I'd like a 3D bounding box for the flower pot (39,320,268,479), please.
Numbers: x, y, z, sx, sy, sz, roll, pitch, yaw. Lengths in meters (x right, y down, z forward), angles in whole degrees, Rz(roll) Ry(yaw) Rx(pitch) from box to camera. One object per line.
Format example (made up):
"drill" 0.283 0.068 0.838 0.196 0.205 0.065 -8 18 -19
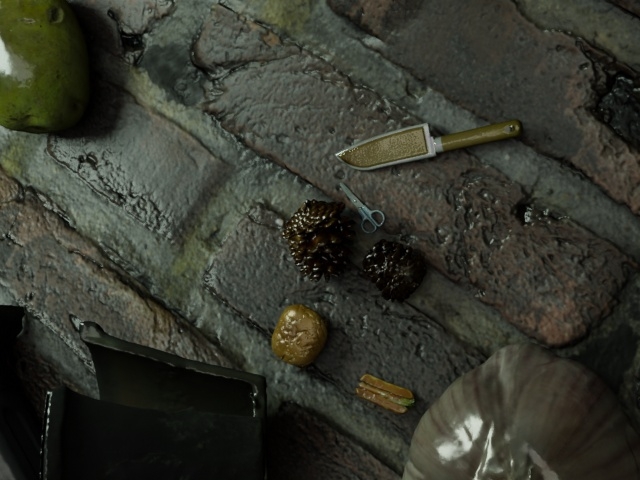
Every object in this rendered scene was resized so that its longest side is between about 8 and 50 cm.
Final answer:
"flower pot" -0.192 0.295 1.264 0.251 0.379 0.380 -2 88 -3

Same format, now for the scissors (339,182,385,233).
"scissors" 0.053 -0.047 1.327 0.036 0.006 0.083 -41 76 12

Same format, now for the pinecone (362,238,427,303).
"pinecone" 0.095 0.037 1.279 0.083 0.077 0.077 42 103 42

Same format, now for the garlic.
"garlic" 0.231 0.279 1.127 0.317 0.259 0.318 0 92 15

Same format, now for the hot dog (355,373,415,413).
"hot dog" 0.087 0.203 1.303 0.083 0.021 0.037 23 75 21

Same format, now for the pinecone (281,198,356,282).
"pinecone" -0.004 0.000 1.303 0.102 0.102 0.110 10 102 19

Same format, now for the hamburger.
"hamburger" -0.028 0.129 1.332 0.076 0.044 0.083 22 93 18

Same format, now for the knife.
"knife" 0.137 -0.130 1.291 0.256 0.022 0.046 -10 92 23

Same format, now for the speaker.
"speaker" -0.443 0.301 1.407 0.184 0.180 0.388 -35 78 10

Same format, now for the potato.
"potato" -0.431 -0.269 1.430 0.197 0.148 0.229 -1 91 34
